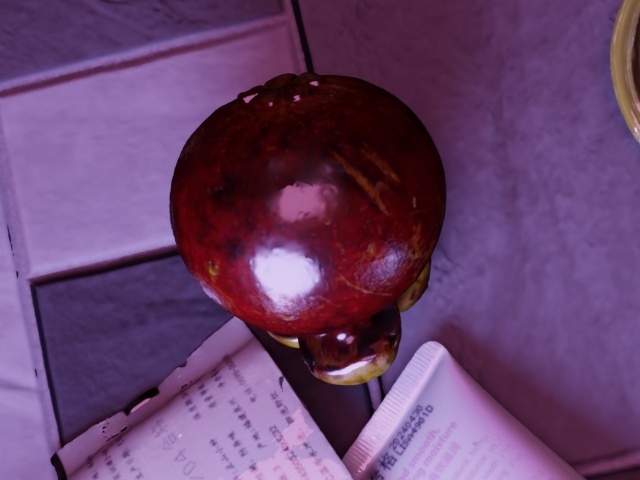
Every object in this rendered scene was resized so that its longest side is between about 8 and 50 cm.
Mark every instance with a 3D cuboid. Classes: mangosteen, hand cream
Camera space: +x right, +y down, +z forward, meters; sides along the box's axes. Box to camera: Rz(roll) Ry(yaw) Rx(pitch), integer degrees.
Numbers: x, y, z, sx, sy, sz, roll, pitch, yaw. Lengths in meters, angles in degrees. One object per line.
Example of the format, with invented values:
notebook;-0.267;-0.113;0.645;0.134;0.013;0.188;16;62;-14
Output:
mangosteen;0.000;0.000;1.273;0.215;0.215;0.257;-15;110;6
hand cream;0.172;0.250;1.266;0.358;0.118;0.185;35;91;18

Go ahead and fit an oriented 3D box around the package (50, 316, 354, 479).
package;-0.084;0.203;1.293;0.204;0.062;0.251;-36;61;-2

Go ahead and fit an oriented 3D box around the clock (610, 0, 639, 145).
clock;0.345;-0.145;1.287;0.237;0.057;0.237;5;106;19
